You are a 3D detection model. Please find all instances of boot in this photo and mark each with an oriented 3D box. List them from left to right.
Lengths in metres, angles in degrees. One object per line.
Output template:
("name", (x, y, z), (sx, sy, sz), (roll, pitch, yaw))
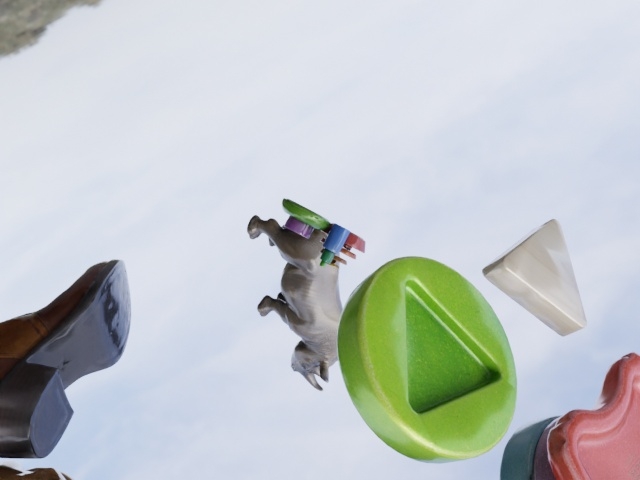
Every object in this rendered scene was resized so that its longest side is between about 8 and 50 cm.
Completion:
("boot", (-0.341, 0.097, 1.037), (0.280, 0.096, 0.264), (5, -138, 15))

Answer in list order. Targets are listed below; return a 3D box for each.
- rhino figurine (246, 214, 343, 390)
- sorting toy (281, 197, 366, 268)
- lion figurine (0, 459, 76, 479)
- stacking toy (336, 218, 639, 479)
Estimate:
("rhino figurine", (-0.016, 0.081, 1.314), (0.106, 0.243, 0.073), (8, -151, 31))
("sorting toy", (0.000, 0.000, 1.031), (0.042, 0.102, 0.061), (-62, -148, 0))
("lion figurine", (-0.344, 0.277, 0.915), (0.392, 0.142, 0.240), (-20, -167, -14))
("stacking toy", (0.110, 0.148, 0.745), (0.309, 0.279, 0.130), (-17, 168, -45))
